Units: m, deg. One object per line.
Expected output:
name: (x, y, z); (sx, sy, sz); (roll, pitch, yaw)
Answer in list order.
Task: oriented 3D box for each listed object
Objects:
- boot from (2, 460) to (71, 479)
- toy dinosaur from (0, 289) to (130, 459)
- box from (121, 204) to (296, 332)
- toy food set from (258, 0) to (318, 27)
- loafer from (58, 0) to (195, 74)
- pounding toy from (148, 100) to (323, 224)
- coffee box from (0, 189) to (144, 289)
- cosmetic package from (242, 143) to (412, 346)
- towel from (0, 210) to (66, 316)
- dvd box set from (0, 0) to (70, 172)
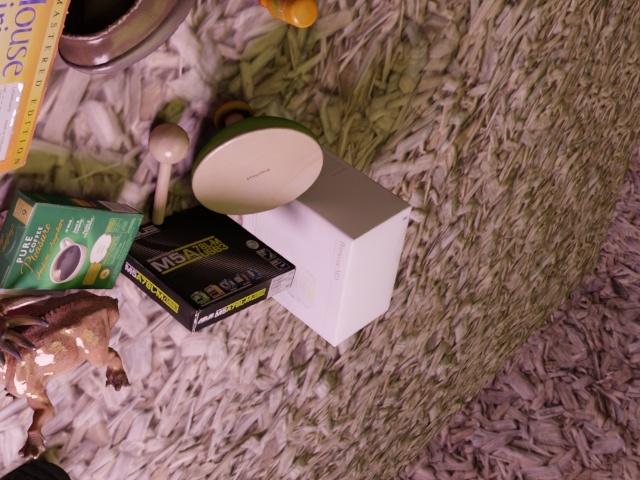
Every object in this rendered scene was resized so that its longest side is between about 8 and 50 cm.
boot: (-0.485, 0.503, 1.343); (0.348, 0.131, 0.260); (-31, 144, -39)
toy dinosaur: (-0.322, 0.114, 1.119); (0.295, 0.127, 0.200); (-33, 138, -46)
box: (-0.161, 0.030, 1.270); (0.190, 0.184, 0.045); (-22, 141, -45)
toy food set: (-0.030, -0.390, 1.138); (0.111, 0.104, 0.232); (-24, 123, -24)
loafer: (-0.170, -0.338, 0.922); (0.366, 0.134, 0.130); (-62, 149, -7)
pounding toy: (-0.123, -0.127, 1.275); (0.236, 0.110, 0.183); (-9, 147, -17)
coffee box: (-0.303, 0.003, 1.119); (0.184, 0.040, 0.113); (3, 116, -59)
cosmetic package: (0.000, 0.000, 1.447); (0.138, 0.224, 0.224); (-32, 145, -37)
towel: (-0.370, 0.055, 1.139); (0.144, 0.029, 0.197); (12, 107, -61)
dvd box set: (-0.358, -0.137, 0.655); (0.420, 0.062, 0.308); (-29, 153, -51)
